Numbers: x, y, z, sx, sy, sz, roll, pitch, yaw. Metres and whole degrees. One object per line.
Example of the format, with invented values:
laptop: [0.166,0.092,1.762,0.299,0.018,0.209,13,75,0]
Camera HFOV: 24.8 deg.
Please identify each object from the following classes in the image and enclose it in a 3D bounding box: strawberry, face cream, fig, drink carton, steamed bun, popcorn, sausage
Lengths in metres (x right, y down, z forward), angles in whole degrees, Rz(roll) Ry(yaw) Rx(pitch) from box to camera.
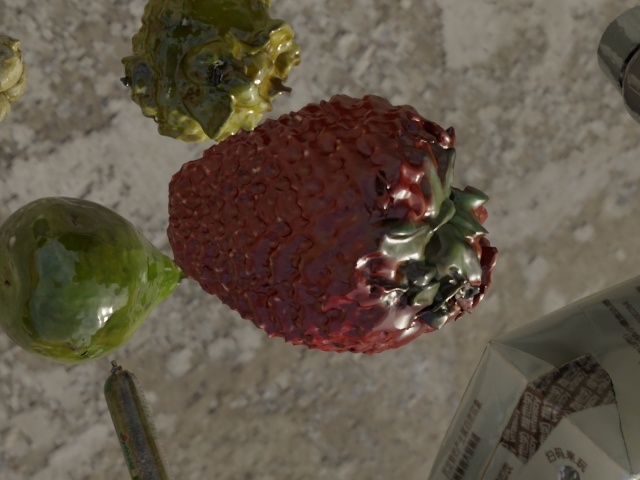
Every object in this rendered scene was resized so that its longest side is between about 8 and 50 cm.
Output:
strawberry: [0.000,0.000,1.552,0.312,0.351,0.267,51,44,-51]
face cream: [0.318,-0.083,1.164,0.143,0.314,0.089,32,112,-36]
fig: [-0.305,0.069,1.989,0.314,0.233,0.233,26,102,-31]
drink carton: [0.221,0.124,0.957,0.324,0.132,0.194,-18,139,-40]
steamed bun: [-0.469,-0.206,1.796,0.106,0.177,0.192,97,14,-49]
popcorn: [-0.134,-0.221,1.769,0.169,0.189,0.218,-35,146,-68]
sausage: [-0.120,0.219,1.132,0.032,0.269,0.033,-19,168,-4]
